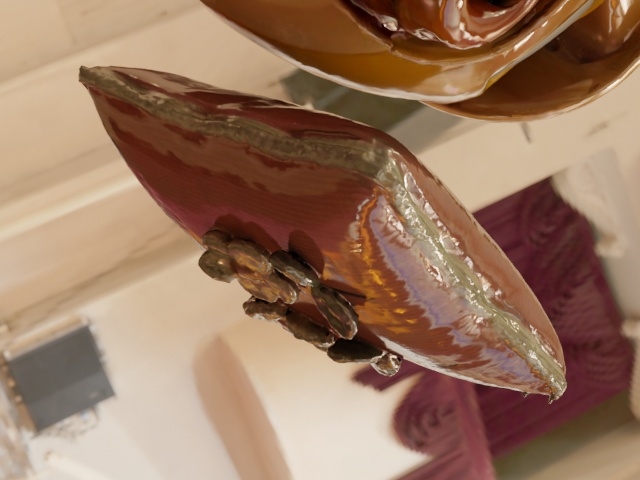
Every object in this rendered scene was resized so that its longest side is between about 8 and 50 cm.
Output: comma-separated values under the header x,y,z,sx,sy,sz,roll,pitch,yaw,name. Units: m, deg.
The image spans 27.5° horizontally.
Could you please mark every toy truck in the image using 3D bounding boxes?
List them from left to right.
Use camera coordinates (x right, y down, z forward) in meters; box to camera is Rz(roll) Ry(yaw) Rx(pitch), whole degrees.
x,y,z,sx,sy,sz,roll,pitch,yaw,name
0.062,-0.179,0.539,0.204,0.288,0.211,39,-8,25,toy truck

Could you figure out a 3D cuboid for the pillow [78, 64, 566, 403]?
x,y,z,sx,sy,sz,roll,pitch,yaw,name
0.000,0.000,0.528,0.171,0.075,0.179,22,-15,42,pillow
